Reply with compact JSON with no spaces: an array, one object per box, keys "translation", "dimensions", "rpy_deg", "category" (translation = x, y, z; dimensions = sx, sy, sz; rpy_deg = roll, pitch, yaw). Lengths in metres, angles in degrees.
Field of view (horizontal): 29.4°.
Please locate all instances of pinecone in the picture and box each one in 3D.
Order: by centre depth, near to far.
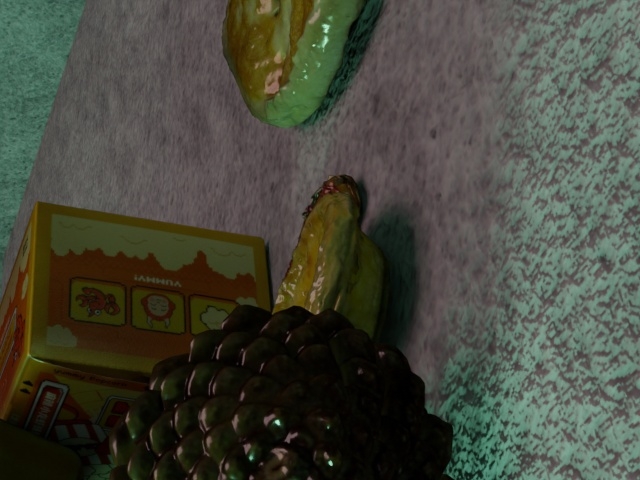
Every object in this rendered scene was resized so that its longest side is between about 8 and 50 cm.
[{"translation":[-0.033,0.180,0.865],"dimensions":[0.292,0.246,0.246],"rpy_deg":[109,163,-65],"category":"pinecone"}]

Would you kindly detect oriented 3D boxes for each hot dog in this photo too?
[{"translation":[-0.002,0.000,1.137],"dimensions":[0.062,0.038,0.144],"rpy_deg":[-105,31,-48],"category":"hot dog"}]

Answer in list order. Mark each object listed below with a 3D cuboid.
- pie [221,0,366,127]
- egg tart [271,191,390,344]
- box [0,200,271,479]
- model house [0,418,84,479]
[{"translation":[-0.016,-0.281,1.262],"dimensions":[0.339,0.077,0.339],"rpy_deg":[-40,44,54],"category":"pie"},{"translation":[0.006,0.055,1.019],"dimensions":[0.191,0.074,0.191],"rpy_deg":[-163,90,-78],"category":"egg tart"},{"translation":[-0.218,0.140,1.330],"dimensions":[0.283,0.259,0.214],"rpy_deg":[121,149,-44],"category":"box"},{"translation":[-0.338,0.301,1.166],"dimensions":[0.173,0.268,0.239],"rpy_deg":[-49,29,31],"category":"model house"}]
